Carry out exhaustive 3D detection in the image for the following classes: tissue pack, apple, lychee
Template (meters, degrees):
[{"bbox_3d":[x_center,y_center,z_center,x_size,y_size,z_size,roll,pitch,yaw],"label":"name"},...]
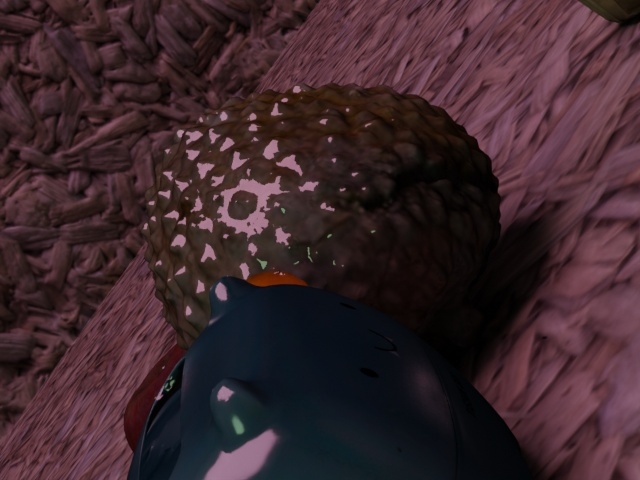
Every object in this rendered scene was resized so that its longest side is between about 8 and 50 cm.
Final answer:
[{"bbox_3d":[-0.003,0.141,0.791,0.198,0.206,0.287,-51,11,10],"label":"tissue pack"},{"bbox_3d":[-0.093,0.142,1.339,0.153,0.120,0.153,-51,6,7],"label":"apple"},{"bbox_3d":[0.000,0.000,1.105,0.255,0.274,0.255,-45,-19,-21],"label":"lychee"}]

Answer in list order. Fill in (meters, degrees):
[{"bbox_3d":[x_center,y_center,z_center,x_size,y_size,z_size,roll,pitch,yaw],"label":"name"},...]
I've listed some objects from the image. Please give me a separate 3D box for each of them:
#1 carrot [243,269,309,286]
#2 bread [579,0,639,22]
[{"bbox_3d":[-0.008,0.113,0.994,0.061,0.209,0.061,-11,41,10],"label":"carrot"},{"bbox_3d":[0.273,-0.281,1.208,0.192,0.110,0.210,-57,13,-15],"label":"bread"}]
